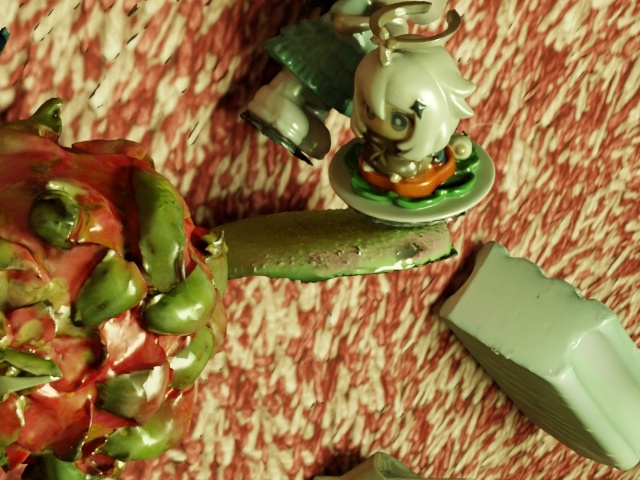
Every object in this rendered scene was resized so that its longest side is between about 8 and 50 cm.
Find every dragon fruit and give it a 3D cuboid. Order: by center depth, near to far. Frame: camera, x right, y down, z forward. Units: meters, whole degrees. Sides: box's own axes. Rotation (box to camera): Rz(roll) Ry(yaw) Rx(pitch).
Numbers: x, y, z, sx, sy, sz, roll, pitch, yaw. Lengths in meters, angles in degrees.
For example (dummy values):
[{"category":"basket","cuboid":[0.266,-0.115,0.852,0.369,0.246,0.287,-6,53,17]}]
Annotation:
[{"category":"dragon fruit","cuboid":[-0.172,0.047,1.263,0.231,0.237,0.302,-50,162,4]}]

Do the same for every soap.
[{"category":"soap","cuboid":[0.240,0.127,1.825,0.095,0.173,0.289,-52,143,-7]}]

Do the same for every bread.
[{"category":"bread","cuboid":[0.000,0.000,1.448,0.228,0.228,0.034,-12,100,-44]}]

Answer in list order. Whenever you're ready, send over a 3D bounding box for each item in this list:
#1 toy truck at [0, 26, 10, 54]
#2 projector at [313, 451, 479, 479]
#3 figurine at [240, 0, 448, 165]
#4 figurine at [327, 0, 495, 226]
[{"category":"toy truck","cuboid":[-0.267,-0.128,1.055,0.126,0.208,0.113,-47,142,-14]},{"category":"projector","cuboid":[0.083,0.320,1.723,0.163,0.177,0.243,38,54,-53]},{"category":"figurine","cuboid":[0.036,-0.176,1.455,0.245,0.110,0.138,-55,145,2]},{"category":"figurine","cuboid":[0.069,-0.106,1.380,0.132,0.132,0.154,-30,135,-32]}]
